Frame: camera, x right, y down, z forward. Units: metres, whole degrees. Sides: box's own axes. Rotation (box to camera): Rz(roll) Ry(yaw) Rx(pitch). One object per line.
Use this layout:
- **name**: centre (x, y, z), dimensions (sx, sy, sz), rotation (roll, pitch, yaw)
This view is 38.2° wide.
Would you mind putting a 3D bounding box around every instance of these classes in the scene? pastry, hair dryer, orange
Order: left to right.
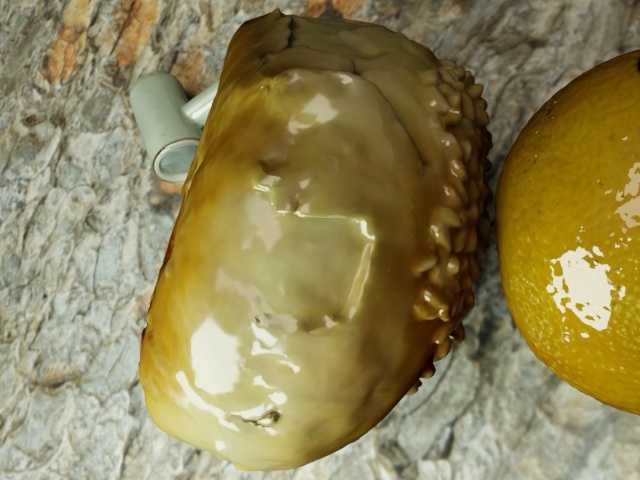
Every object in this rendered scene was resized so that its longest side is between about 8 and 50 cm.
- **hair dryer**: centre (-0.117, -0.184, 1.087), dimensions (0.236, 0.073, 0.131), rotation (-35, 56, 16)
- **pastry**: centre (0.000, 0.000, 0.774), dimensions (0.409, 0.245, 0.410), rotation (-164, 90, -81)
- **orange**: centre (0.260, -0.007, 0.652), dimensions (0.274, 0.274, 0.274), rotation (-12, 67, 30)
